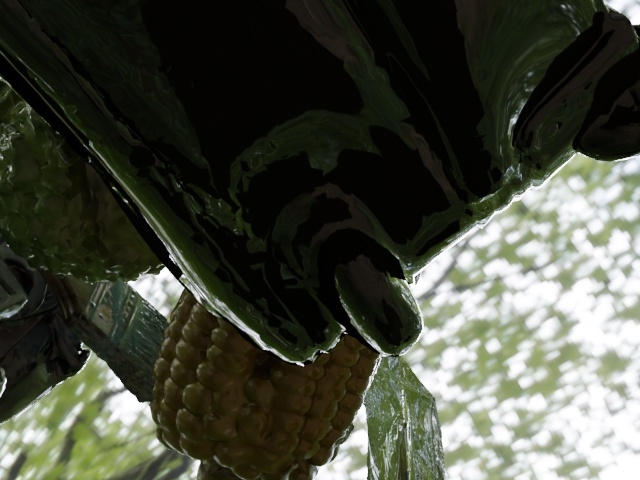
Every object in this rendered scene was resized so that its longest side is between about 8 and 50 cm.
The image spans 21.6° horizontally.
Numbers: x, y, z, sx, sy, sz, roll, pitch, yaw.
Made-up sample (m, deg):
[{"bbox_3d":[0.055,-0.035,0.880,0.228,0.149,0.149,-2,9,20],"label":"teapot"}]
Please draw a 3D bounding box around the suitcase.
[{"bbox_3d":[-0.073,-0.155,0.535,0.188,0.345,0.339,-42,-129,0],"label":"suitcase"}]

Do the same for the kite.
[{"bbox_3d":[0.052,0.173,0.822,0.015,0.141,0.245,-14,-107,20],"label":"kite"}]

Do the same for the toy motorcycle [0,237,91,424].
[{"bbox_3d":[-0.217,0.054,0.917,0.207,0.401,0.134,-32,-92,10],"label":"toy motorcycle"}]

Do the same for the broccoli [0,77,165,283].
[{"bbox_3d":[-0.034,-0.124,0.828,0.254,0.186,0.302,5,-76,-17],"label":"broccoli"}]

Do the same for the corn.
[{"bbox_3d":[0.000,0.000,0.722,0.097,0.097,0.261,19,-77,-12],"label":"corn"}]

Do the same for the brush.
[{"bbox_3d":[-0.148,0.014,0.924,0.196,0.021,0.070,44,-153,-16],"label":"brush"}]
